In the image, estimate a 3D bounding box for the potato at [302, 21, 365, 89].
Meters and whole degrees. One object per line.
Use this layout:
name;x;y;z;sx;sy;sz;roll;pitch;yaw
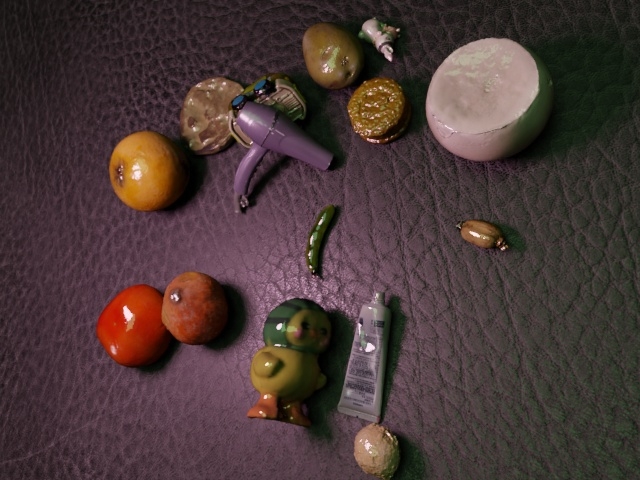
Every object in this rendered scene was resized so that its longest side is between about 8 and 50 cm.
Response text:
potato;0.030;-0.574;1.922;0.174;0.159;0.251;-25;54;-9

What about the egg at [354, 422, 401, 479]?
egg;0.144;0.528;1.569;0.116;0.118;0.140;-12;51;-24

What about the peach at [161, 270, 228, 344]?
peach;-0.380;0.193;1.848;0.232;0.232;0.232;-7;72;23

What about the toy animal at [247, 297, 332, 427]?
toy animal;-0.090;0.319;1.694;0.191;0.216;0.338;-4;68;52

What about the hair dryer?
hair dryer;-0.163;-0.218;1.913;0.301;0.121;0.361;30;119;-11

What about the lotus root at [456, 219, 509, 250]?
lotus root;0.422;-0.015;1.621;0.152;0.063;0.072;30;62;36

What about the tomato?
tomato;-0.575;0.265;1.946;0.260;0.180;0.260;-4;81;27

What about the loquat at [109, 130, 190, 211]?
loquat;-0.560;-0.224;2.042;0.263;0.263;0.263;-7;72;23

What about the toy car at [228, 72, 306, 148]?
toy car;-0.174;-0.426;1.978;0.248;0.204;0.198;-31;40;14

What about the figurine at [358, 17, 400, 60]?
figurine;0.194;-0.616;1.896;0.098;0.081;0.146;-48;61;5

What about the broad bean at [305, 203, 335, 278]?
broad bean;-0.005;0.000;1.833;0.069;0.039;0.227;4;77;33

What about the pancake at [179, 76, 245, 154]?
pancake;-0.365;-0.418;2.121;0.294;0.049;0.294;-9;68;23

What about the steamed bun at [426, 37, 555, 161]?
steamed bun;0.439;-0.356;1.631;0.324;0.206;0.324;-8;70;23

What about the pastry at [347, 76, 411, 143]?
pastry;0.172;-0.374;1.822;0.188;0.103;0.189;-7;73;24

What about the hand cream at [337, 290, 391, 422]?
hand cream;0.131;0.303;1.674;0.124;0.078;0.341;8;87;26
